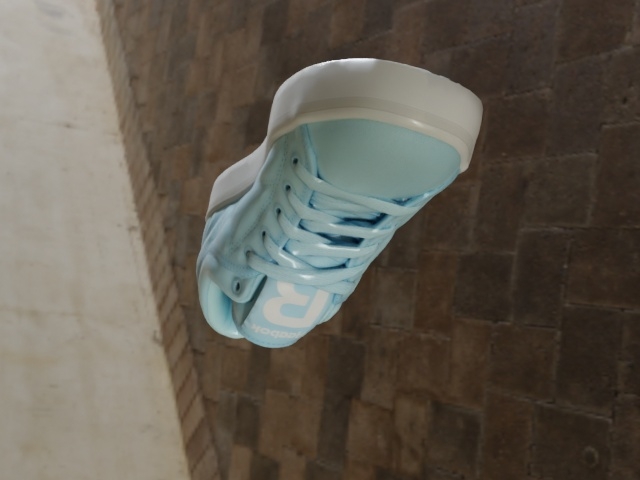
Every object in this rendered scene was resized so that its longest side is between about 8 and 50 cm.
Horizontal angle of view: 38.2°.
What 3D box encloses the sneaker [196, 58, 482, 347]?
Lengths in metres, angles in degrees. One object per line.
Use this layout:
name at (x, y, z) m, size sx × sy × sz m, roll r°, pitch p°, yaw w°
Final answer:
sneaker at (0.000, 0.000, 0.651) m, size 0.366 × 0.135 × 0.150 m, roll 142°, pitch 137°, yaw -67°
